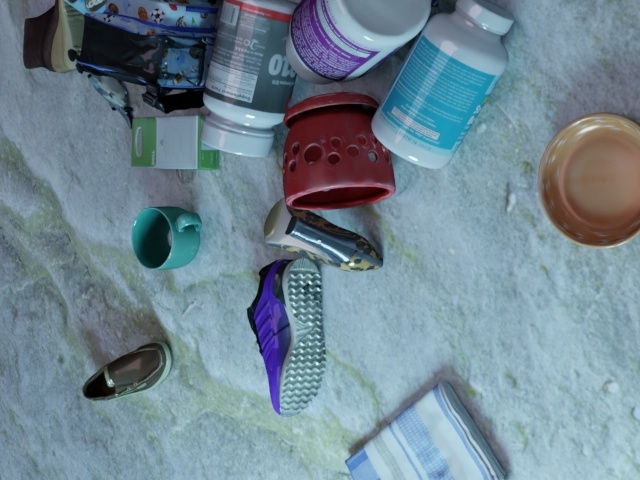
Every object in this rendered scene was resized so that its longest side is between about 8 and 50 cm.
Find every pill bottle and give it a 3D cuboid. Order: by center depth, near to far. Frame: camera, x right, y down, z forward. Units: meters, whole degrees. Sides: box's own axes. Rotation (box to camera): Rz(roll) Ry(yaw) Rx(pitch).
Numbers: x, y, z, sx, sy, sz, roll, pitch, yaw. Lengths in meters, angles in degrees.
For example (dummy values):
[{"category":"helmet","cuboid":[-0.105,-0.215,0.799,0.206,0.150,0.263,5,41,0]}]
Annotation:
[{"category":"pill bottle","cuboid":[0.199,-0.256,1.631,0.146,0.146,0.264,45,120,30]},{"category":"pill bottle","cuboid":[0.046,-0.356,1.690,0.301,0.169,0.169,158,104,-68]},{"category":"pill bottle","cuboid":[-0.125,-0.307,1.901,0.161,0.161,0.283,26,109,37]}]

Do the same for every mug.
[{"category":"mug","cuboid":[-0.299,-0.003,2.108,0.158,0.097,0.129,13,100,39]}]

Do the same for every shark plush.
[{"category":"shark plush","cuboid":[-0.449,-0.314,2.276,0.161,0.073,0.067,44,141,8]}]

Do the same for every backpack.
[{"category":"backpack","cuboid":[-0.298,-0.373,1.984,0.277,0.263,0.213,28,104,34]}]

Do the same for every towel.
[{"category":"towel","cuboid":[0.172,0.394,1.759,0.285,0.034,0.209,-45,63,33]}]

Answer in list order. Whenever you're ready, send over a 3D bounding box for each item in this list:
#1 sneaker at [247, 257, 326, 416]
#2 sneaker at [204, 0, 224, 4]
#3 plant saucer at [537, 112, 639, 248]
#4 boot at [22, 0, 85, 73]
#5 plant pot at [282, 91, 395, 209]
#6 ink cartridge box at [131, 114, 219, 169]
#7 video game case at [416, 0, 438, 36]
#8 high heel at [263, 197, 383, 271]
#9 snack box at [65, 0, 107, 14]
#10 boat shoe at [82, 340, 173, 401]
[{"category":"sneaker","cuboid":[-0.074,0.177,1.928,0.146,0.102,0.293,1,88,45]},{"category":"sneaker","cuboid":[-0.181,-0.507,2.021,0.162,0.063,0.073,-24,94,44]},{"category":"plant saucer","cuboid":[0.416,-0.088,1.522,0.200,0.037,0.199,3,94,42]},{"category":"boot","cuboid":[-0.618,-0.510,2.367,0.207,0.090,0.248,10,102,38]},{"category":"plant pot","cuboid":[0.023,-0.152,1.761,0.191,0.191,0.174,-16,79,40]},{"category":"ink cartridge box","cuboid":[-0.299,-0.200,2.122,0.209,0.062,0.108,4,94,41]},{"category":"video game case","cuboid":[0.103,-0.468,1.698,0.232,0.042,0.210,41,155,31]},{"category":"high heel","cuboid":[0.000,0.000,1.878,0.093,0.186,0.261,-66,18,1]},{"category":"snack box","cuboid":[-0.437,-0.630,2.171,0.187,0.060,0.321,37,105,21]},{"category":"boat shoe","cuboid":[-0.422,0.293,2.229,0.257,0.095,0.095,-34,70,37]}]
